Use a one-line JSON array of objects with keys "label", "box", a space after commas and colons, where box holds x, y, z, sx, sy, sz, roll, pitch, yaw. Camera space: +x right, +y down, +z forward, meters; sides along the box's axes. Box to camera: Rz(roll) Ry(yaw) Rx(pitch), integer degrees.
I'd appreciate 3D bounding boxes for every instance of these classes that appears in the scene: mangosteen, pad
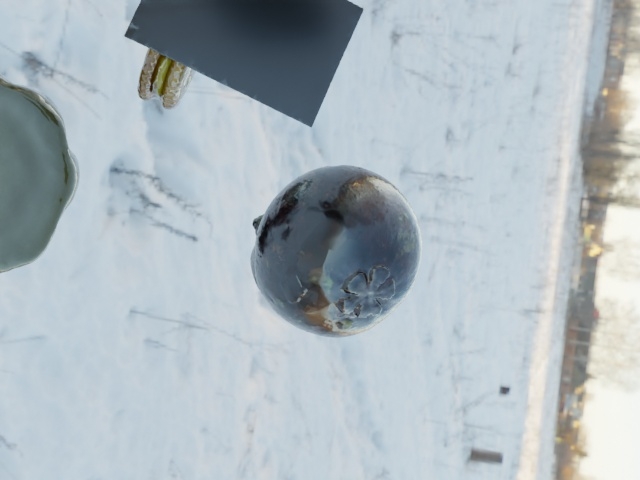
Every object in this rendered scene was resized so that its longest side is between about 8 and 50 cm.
[{"label": "mangosteen", "box": [0.000, 0.000, 1.142, 0.231, 0.289, 0.231, -17, 121, -30]}, {"label": "pad", "box": [-0.068, -0.202, 0.776, 0.127, 0.190, 0.004, -66, -173, -7]}]

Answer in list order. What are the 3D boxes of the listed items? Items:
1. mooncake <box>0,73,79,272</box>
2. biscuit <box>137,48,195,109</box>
[{"label": "mooncake", "box": [-0.610, -0.125, 1.451, 0.201, 0.379, 0.378, -146, -121, -70]}, {"label": "biscuit", "box": [-0.205, -0.300, 1.252, 0.220, 0.066, 0.220, -157, -90, -82]}]
